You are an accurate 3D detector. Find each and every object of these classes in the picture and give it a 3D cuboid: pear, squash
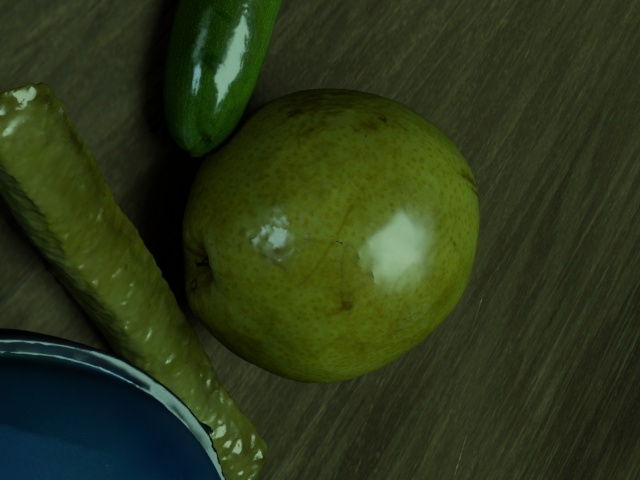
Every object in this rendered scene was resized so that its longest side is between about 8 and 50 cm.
[{"bbox_3d":[0.000,0.000,0.822,0.209,0.208,0.209,-31,127,-51],"label":"pear"},{"bbox_3d":[-0.049,-0.180,0.794,0.069,0.069,0.258,36,70,-58],"label":"squash"}]

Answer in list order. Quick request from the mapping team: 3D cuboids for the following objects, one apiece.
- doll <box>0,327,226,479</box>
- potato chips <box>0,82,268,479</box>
[{"bbox_3d":[-0.170,0.197,0.584,0.284,0.240,0.310,23,75,-31],"label":"doll"},{"bbox_3d":[-0.122,0.037,0.758,0.057,0.080,0.407,-43,141,-18],"label":"potato chips"}]
